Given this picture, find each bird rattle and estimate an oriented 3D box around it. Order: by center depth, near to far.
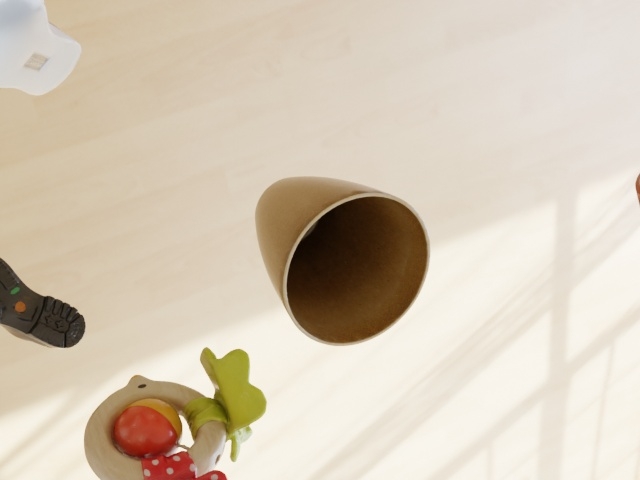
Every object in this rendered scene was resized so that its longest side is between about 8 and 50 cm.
[{"bbox_3d":[-0.176,0.246,1.075,0.253,0.206,0.143,-60,158,-43],"label":"bird rattle"}]

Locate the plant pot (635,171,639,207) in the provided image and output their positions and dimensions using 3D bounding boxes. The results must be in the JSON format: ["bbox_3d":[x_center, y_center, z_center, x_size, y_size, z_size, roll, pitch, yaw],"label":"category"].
[{"bbox_3d":[0.536,-0.044,1.095,0.235,0.267,0.267,17,134,-9],"label":"plant pot"}]

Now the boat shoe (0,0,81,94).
[{"bbox_3d":[-0.343,-0.233,0.972,0.105,0.306,0.113,40,95,-1],"label":"boat shoe"}]

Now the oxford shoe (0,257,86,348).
[{"bbox_3d":[-0.442,0.085,1.271,0.227,0.096,0.083,40,61,-20],"label":"oxford shoe"}]

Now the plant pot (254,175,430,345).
[{"bbox_3d":[0.000,0.000,1.405,0.237,0.254,0.237,-11,116,-24],"label":"plant pot"}]
